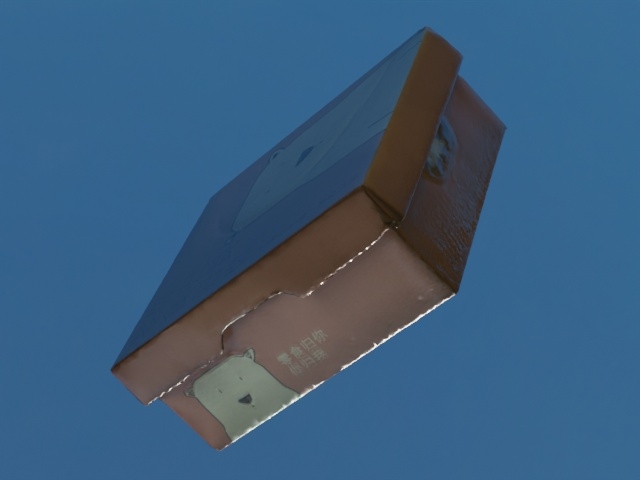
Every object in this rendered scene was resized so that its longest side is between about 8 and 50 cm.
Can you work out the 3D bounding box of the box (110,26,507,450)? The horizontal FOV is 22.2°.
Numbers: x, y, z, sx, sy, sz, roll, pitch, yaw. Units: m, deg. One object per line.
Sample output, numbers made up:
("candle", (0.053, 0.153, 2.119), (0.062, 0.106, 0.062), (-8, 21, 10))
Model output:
("box", (0.000, 0.000, 0.990), (0.086, 0.215, 0.215), (45, -148, -14))
